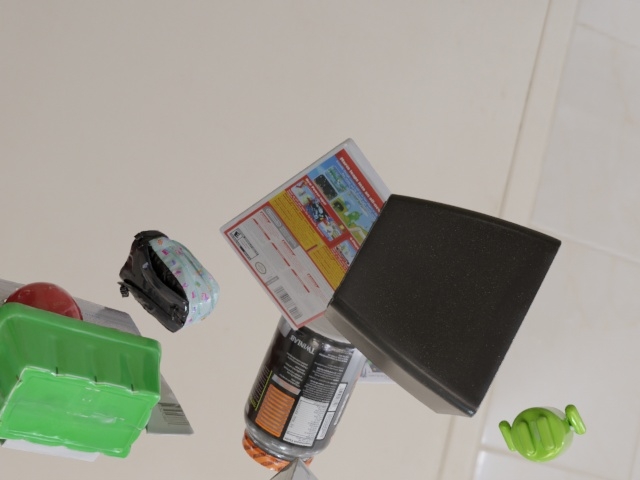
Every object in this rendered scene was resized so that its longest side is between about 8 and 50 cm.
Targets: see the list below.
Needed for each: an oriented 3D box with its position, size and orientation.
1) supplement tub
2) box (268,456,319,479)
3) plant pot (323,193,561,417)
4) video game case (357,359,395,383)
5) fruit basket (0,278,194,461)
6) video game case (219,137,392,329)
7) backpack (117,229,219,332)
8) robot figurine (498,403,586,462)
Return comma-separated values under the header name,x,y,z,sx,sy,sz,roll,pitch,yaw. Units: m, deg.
name,x,y,z,sx,sy,sz,roll,pitch,yaw
supplement tub,-0.038,0.317,1.812,0.207,0.338,0.207,21,-165,-6
box,-0.030,0.471,1.339,0.181,0.119,0.182,48,-174,0
plant pot,0.107,0.055,0.859,0.167,0.188,0.187,30,170,2
video game case,0.155,0.248,2.018,0.173,0.190,0.022,3,171,-12
fruit basket,-0.374,0.156,1.174,0.327,0.165,0.353,21,-172,-36
video game case,0.000,0.000,1.252,0.285,0.025,0.204,-31,98,37
backpack,-0.278,0.079,1.561,0.182,0.152,0.115,43,-139,20
robot figurine,0.277,0.240,1.045,0.101,0.067,0.115,-22,162,21
